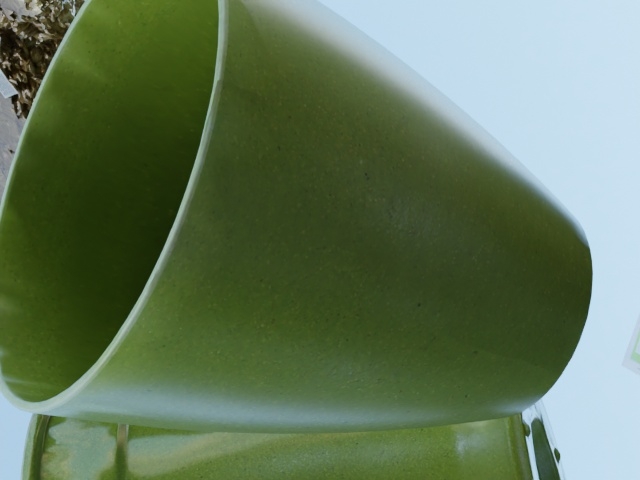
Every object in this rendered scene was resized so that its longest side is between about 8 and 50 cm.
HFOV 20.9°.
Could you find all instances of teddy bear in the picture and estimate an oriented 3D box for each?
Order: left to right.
[{"bbox_3d":[-0.232,-0.146,1.374,0.113,0.245,0.338,-48,-45,-37],"label":"teddy bear"}]

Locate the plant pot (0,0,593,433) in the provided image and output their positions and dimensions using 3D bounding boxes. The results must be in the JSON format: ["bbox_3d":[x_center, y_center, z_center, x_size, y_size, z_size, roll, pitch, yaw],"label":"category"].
[{"bbox_3d":[0.000,0.000,0.997,0.293,0.275,0.275,19,-106,-28],"label":"plant pot"}]

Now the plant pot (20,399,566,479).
[{"bbox_3d":[0.012,0.238,1.324,0.366,0.353,0.366,-14,-90,-78],"label":"plant pot"}]

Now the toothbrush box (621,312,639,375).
[{"bbox_3d":[0.487,0.130,1.762,0.283,0.206,0.122,15,-83,-23],"label":"toothbrush box"}]
